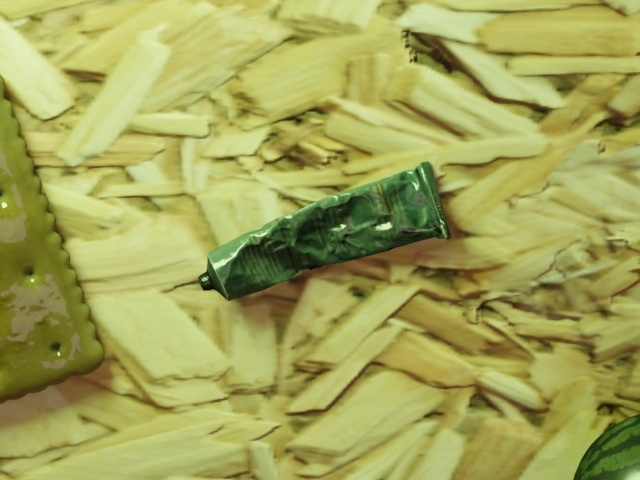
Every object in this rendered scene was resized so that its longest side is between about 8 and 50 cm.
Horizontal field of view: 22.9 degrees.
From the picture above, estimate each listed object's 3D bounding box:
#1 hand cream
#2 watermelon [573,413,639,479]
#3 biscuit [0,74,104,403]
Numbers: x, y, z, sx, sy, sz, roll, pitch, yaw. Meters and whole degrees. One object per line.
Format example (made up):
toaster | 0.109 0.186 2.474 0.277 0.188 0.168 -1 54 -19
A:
hand cream | 0.000 0.001 1.521 0.247 0.052 0.075 -18 109 2
watermelon | 0.346 0.269 1.551 0.212 0.212 0.212 -1 108 -4
biscuit | -0.354 0.011 1.506 0.217 0.044 0.325 -16 108 2
